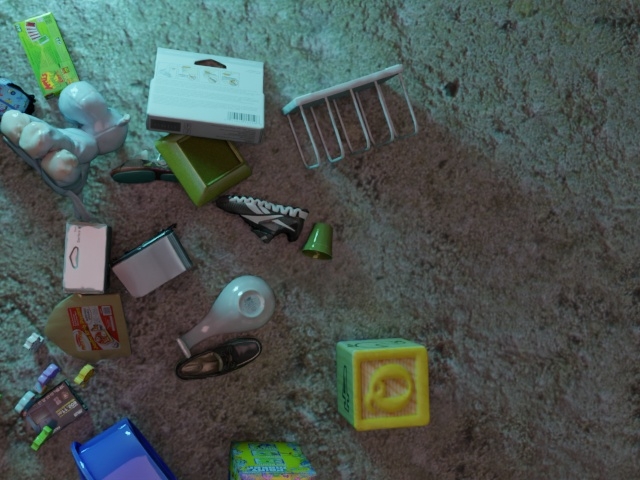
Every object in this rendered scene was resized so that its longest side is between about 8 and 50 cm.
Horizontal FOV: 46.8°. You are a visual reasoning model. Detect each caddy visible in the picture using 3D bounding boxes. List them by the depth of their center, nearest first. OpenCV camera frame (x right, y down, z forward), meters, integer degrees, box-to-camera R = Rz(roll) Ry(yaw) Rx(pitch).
[{"bbox_3d":[-0.431,0.572,1.686,0.179,0.241,0.341,-38,95,-16],"label":"caddy"}]

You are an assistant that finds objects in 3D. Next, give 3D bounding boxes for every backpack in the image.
[{"bbox_3d":[-0.742,-0.319,1.674,0.158,0.173,0.117,25,84,-10],"label":"backpack"}]

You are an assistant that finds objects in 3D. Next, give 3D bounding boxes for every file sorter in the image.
[{"bbox_3d":[0.072,-0.297,1.827,0.277,0.193,0.173,-20,96,-11],"label":"file sorter"}]

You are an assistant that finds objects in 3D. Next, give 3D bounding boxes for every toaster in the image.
[{"bbox_3d":[-0.391,0.048,1.741,0.185,0.168,0.110,-32,98,-9],"label":"toaster"}]

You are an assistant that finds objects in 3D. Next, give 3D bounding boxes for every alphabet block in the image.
[{"bbox_3d":[0.149,0.349,1.823,0.192,0.197,0.194,-3,89,-12],"label":"alphabet block"}]

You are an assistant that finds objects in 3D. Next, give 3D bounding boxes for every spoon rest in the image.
[{"bbox_3d":[-0.234,0.190,1.822,0.276,0.084,0.137,-32,96,-23],"label":"spoon rest"}]

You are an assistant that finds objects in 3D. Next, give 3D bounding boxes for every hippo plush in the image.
[{"bbox_3d":[-0.535,-0.225,1.663,0.236,0.234,0.294,-46,115,-18],"label":"hippo plush"}]

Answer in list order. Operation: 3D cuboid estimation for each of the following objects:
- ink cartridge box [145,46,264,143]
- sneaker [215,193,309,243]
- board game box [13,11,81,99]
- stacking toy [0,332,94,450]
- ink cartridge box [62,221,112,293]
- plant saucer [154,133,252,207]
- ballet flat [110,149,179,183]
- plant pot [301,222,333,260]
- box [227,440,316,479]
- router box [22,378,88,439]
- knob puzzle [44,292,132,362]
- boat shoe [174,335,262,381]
[{"bbox_3d":[-0.275,-0.354,1.804,0.275,0.060,0.239,6,51,-11],"label":"ink cartridge box"},{"bbox_3d":[-0.147,-0.049,1.830,0.234,0.078,0.106,12,86,-16],"label":"sneaker"},{"bbox_3d":[-0.646,-0.438,1.761,0.092,0.043,0.181,-22,93,-10],"label":"board game box"},{"bbox_3d":[-0.653,0.344,1.707,0.167,0.052,0.221,32,77,8],"label":"stacking toy"},{"bbox_3d":[-0.528,0.040,1.688,0.093,0.212,0.154,2,88,-11],"label":"ink cartridge box"},{"bbox_3d":[-0.272,-0.205,1.791,0.188,0.045,0.188,-38,96,-35],"label":"plant saucer"},{"bbox_3d":[-0.396,-0.180,1.797,0.221,0.077,0.079,-1,71,-16],"label":"ballet flat"},{"bbox_3d":[0.000,0.000,1.868,0.083,0.083,0.079,17,74,-10],"label":"plant pot"},{"bbox_3d":[-0.124,0.645,1.723,0.176,0.279,0.290,4,87,-11],"label":"box"},{"bbox_3d":[-0.628,0.402,1.750,0.122,0.038,0.092,-37,95,-10],"label":"router box"},{"bbox_3d":[-0.553,0.203,1.751,0.213,0.030,0.213,-1,116,-1],"label":"knob puzzle"},{"bbox_3d":[-0.246,0.295,1.809,0.223,0.073,0.080,-16,92,-11],"label":"boat shoe"}]
